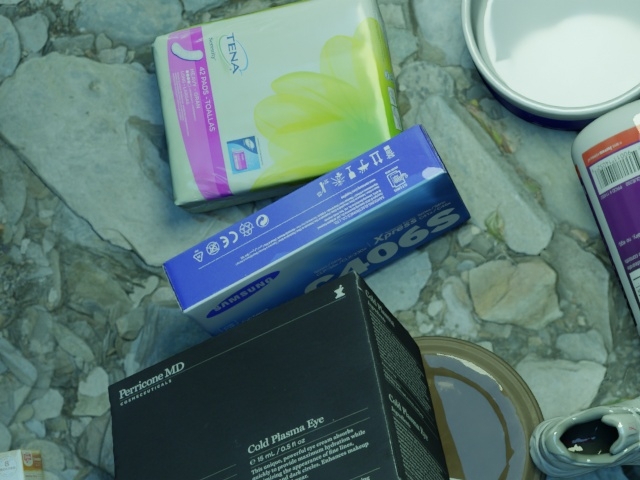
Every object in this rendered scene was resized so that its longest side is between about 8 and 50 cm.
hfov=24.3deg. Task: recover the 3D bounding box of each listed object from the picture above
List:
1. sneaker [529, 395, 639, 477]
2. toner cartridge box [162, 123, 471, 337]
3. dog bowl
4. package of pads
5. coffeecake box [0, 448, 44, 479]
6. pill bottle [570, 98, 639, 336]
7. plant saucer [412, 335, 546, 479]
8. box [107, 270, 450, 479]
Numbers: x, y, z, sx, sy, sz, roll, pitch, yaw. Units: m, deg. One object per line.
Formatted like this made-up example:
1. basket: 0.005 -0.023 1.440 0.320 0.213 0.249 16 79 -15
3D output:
1. sneaker: 0.359 0.220 1.697 0.232 0.115 0.090 -17 80 -2
2. toner cartridge box: 0.000 0.000 1.779 0.347 0.165 0.075 -29 65 6
3. dog bowl: 0.306 -0.269 1.797 0.264 0.104 0.265 -2 81 11
4. package of pads: -0.052 -0.176 1.855 0.296 0.101 0.229 -11 81 8
5. coffeecake box: -0.417 0.364 1.857 0.142 0.068 0.186 -11 79 10
6. pill bottle: 0.420 0.000 1.694 0.181 0.181 0.323 -20 79 7
7. plant saucer: 0.134 0.251 1.783 0.277 0.041 0.278 -2 81 10
8. box: -0.044 0.259 1.655 0.343 0.179 0.313 -25 46 15
